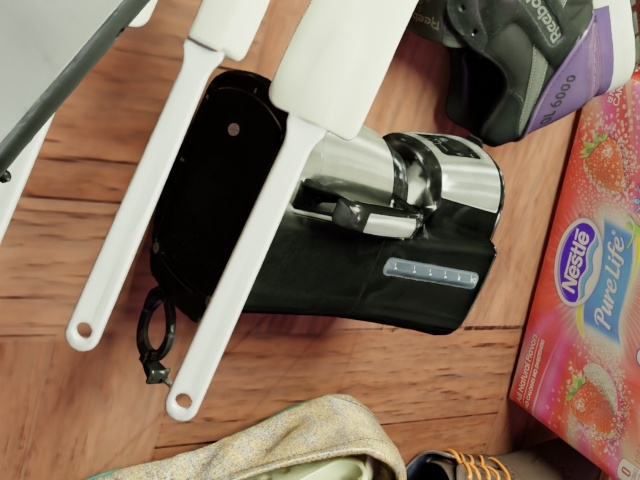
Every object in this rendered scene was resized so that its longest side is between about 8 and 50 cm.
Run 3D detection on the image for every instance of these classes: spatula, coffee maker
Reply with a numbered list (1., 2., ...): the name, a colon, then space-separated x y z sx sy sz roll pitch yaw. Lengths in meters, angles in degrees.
1. spatula: -0.076 -0.049 0.450 0.168 0.019 0.242 25 97 -3
2. coffee maker: 0.000 0.000 0.560 0.178 0.120 0.171 12 131 -39

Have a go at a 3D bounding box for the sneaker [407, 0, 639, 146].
1. sneaker: 0.102 -0.171 0.539 0.124 0.107 0.283 -33 130 -11

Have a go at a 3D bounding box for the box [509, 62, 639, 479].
1. box: 0.274 0.024 0.740 0.142 0.154 0.300 -9 120 -33

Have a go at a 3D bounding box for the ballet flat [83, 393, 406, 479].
1. ballet flat: -0.078 0.186 0.592 0.316 0.106 0.107 -23 126 -25

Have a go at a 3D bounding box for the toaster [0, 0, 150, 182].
1. toaster: -0.138 -0.115 0.343 0.186 0.168 0.110 -51 130 -5

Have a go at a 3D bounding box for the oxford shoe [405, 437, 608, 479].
1. oxford shoe: 0.131 0.213 0.776 0.271 0.097 0.098 -20 119 -28
